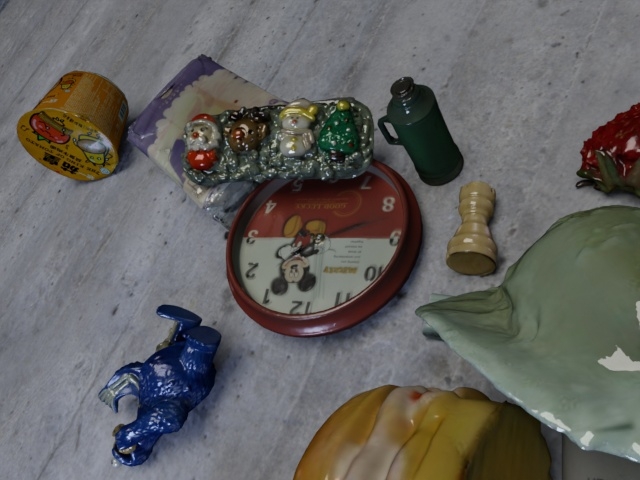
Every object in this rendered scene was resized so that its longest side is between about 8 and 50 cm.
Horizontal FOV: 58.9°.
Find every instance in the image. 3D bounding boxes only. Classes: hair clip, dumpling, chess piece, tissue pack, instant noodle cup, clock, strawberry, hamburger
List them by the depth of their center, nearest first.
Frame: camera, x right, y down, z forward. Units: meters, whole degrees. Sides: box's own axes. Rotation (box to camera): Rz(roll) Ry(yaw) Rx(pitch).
[{"bbox_3d":[0.260,0.063,0.537,0.270,0.320,0.212,38,94,34],"label":"dumpling"},{"bbox_3d":[0.082,0.270,0.550,0.236,0.276,0.277,-6,59,38],"label":"hamburger"},{"bbox_3d":[0.424,-0.141,0.698,0.167,0.087,0.208,28,78,41],"label":"strawberry"},{"bbox_3d":[0.211,-0.019,0.771,0.066,0.066,0.122,-2,56,30],"label":"chess piece"},{"bbox_3d":[0.000,0.000,0.870,0.318,0.080,0.319,-11,56,16],"label":"clock"},{"bbox_3d":[-0.083,-0.158,0.873,0.321,0.091,0.139,-3,73,17],"label":"hair clip"},{"bbox_3d":[-0.192,-0.194,1.072,0.242,0.125,0.343,-48,52,-5],"label":"tissue pack"},{"bbox_3d":[-0.540,-0.266,1.281,0.215,0.216,0.172,-12,49,24],"label":"instant noodle cup"}]

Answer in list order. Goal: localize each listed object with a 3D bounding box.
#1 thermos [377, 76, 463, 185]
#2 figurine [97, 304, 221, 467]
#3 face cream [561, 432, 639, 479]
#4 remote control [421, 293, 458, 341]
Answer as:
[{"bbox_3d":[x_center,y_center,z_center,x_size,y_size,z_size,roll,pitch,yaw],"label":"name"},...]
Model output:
[{"bbox_3d":[0.142,-0.160,0.809,0.083,0.188,0.073,30,80,38],"label":"thermos"},{"bbox_3d":[-0.235,0.230,0.859,0.262,0.120,0.164,-53,41,15],"label":"figurine"},{"bbox_3d":[0.295,0.249,0.554,0.143,0.089,0.315,0,51,31],"label":"face cream"},{"bbox_3d":[0.211,0.105,0.713,0.166,0.029,0.065,4,64,32],"label":"remote control"}]
